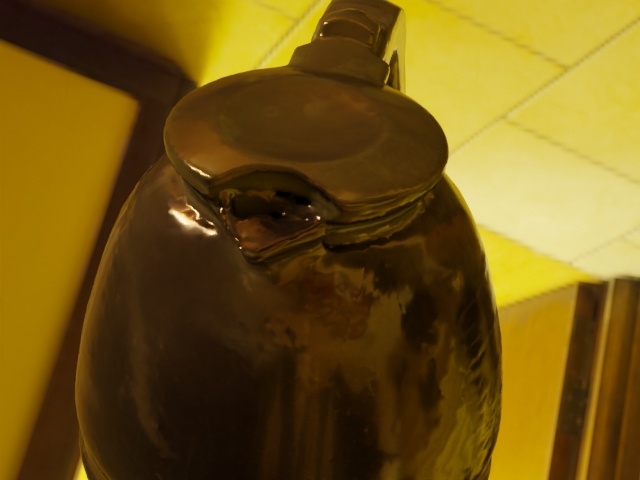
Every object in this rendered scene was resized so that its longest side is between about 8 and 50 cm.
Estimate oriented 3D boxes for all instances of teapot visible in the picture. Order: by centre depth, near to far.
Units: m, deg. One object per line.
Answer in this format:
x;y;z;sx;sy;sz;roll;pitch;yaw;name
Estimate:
0.015;0.012;0.762;0.239;0.321;0.239;29;131;29;teapot
